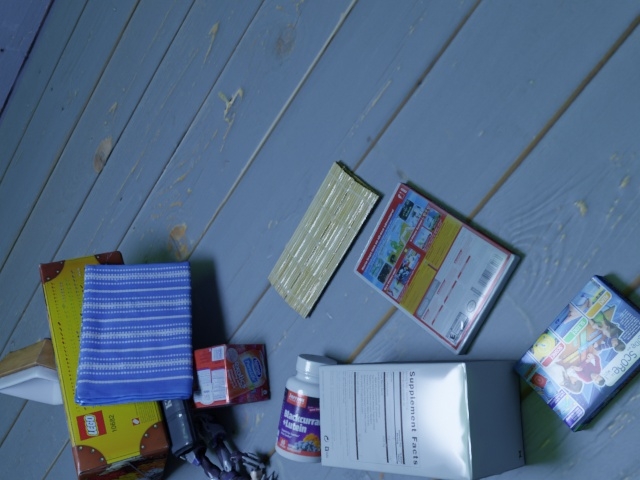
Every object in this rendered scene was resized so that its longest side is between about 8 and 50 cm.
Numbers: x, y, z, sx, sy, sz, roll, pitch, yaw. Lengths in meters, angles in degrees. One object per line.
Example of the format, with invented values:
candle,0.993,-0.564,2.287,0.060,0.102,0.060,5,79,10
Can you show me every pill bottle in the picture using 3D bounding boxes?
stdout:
pill bottle,-0.022,0.328,1.361,0.108,0.108,0.193,10,91,42

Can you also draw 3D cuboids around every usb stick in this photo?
usb stick,-0.325,0.332,1.509,0.077,0.045,0.278,-39,59,32

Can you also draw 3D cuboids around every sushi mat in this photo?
sushi mat,0.000,0.000,1.450,0.151,0.019,0.316,45,113,35

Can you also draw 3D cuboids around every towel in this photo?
towel,-0.405,0.195,1.515,0.040,0.243,0.336,103,162,-58

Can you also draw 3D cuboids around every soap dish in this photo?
soap dish,-0.766,0.377,1.959,0.291,0.229,0.118,-20,54,39

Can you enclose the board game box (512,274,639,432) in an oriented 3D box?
board game box,0.407,0.171,1.048,0.201,0.035,0.136,-55,52,21

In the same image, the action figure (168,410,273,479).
action figure,-0.213,0.512,1.514,0.285,0.099,0.185,40,94,33

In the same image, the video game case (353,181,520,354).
video game case,0.200,0.045,1.260,0.285,0.025,0.204,39,110,38

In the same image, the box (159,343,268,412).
box,-0.249,0.313,1.558,0.257,0.123,0.128,-19,71,39

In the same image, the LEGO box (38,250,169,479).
LEGO box,-0.524,0.335,1.659,0.372,0.193,0.500,115,139,-55

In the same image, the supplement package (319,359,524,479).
supplement package,0.163,0.290,1.153,0.293,0.177,0.175,-10,77,40
